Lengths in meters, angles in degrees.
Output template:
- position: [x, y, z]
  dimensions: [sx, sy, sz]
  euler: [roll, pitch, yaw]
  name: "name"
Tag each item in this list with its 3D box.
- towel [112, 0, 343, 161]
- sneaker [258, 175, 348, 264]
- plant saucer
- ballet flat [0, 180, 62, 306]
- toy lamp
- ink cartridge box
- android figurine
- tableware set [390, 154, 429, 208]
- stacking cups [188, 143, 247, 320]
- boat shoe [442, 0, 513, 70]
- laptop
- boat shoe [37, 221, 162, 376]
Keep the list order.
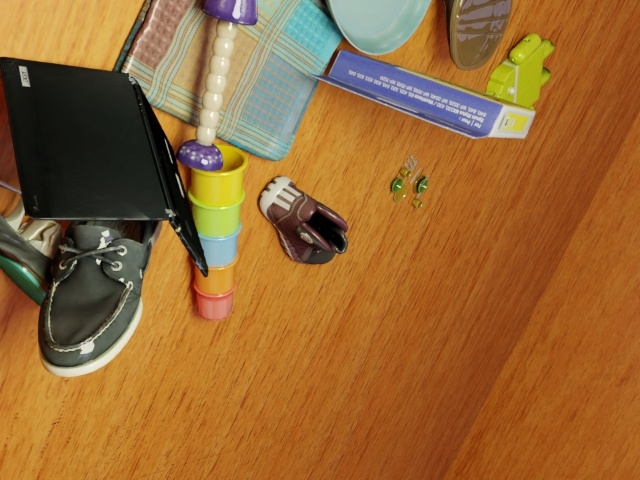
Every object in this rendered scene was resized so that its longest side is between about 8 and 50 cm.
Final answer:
- position: [-0.116, -0.285, 1.044]
  dimensions: [0.370, 0.040, 0.272]
  euler: [18, 100, -56]
  name: "towel"
- position: [0.000, 0.000, 1.306]
  dimensions: [0.106, 0.162, 0.281]
  euler: [-53, 146, -7]
  name: "sneaker"
- position: [0.098, -0.470, 1.136]
  dimensions: [0.317, 0.043, 0.318]
  euler: [-27, 127, -42]
  name: "plant saucer"
- position: [-0.386, -0.006, 0.873]
  dimensions: [0.096, 0.095, 0.280]
  euler: [-55, 148, -21]
  name: "ballet flat"
- position: [-0.143, -0.237, 0.955]
  dimensions: [0.080, 0.080, 0.275]
  euler: [-9, 125, -49]
  name: "toy lamp"
- position: [0.182, -0.249, 1.173]
  dimensions: [0.307, 0.303, 0.072]
  euler: [-10, 123, -62]
  name: "ink cartridge box"
- position: [0.496, -0.388, 1.736]
  dimensions: [0.273, 0.056, 0.248]
  euler: [-41, 143, -27]
  name: "android figurine"
- position: [0.213, -0.123, 1.608]
  dimensions: [0.104, 0.024, 0.154]
  euler: [-53, 147, -7]
  name: "tableware set"
- position: [-0.168, -0.002, 1.155]
  dimensions: [0.096, 0.096, 0.316]
  euler: [-29, 138, -36]
  name: "stacking cups"
- position: [0.281, -0.501, 1.306]
  dimensions: [0.123, 0.123, 0.342]
  euler: [-14, 121, -16]
  name: "boat shoe"
- position: [-0.261, -0.082, 0.872]
  dimensions: [0.136, 0.234, 0.264]
  euler: [-19, 154, -3]
  name: "laptop"
- position: [-0.277, 0.015, 0.873]
  dimensions: [0.340, 0.127, 0.113]
  euler: [-79, 171, -52]
  name: "boat shoe"
